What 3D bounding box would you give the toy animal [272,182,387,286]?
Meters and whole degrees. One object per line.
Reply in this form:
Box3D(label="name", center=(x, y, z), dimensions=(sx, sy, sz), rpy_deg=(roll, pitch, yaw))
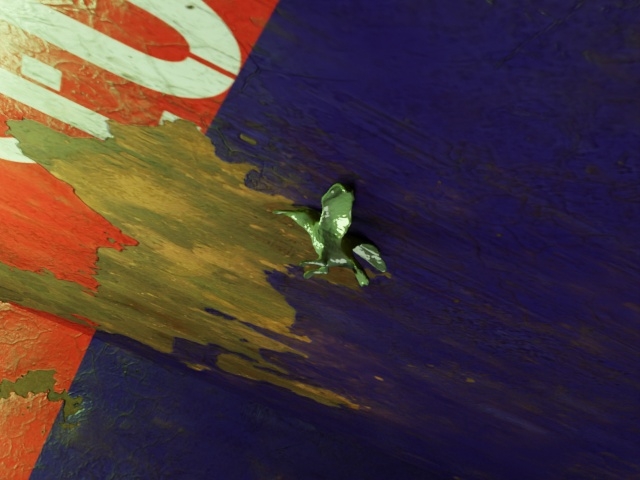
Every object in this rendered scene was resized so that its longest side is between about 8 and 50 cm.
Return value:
Box3D(label="toy animal", center=(0.000, 0.000, 1.022), dimensions=(0.155, 0.095, 0.219), rpy_deg=(8, 154, 14))
